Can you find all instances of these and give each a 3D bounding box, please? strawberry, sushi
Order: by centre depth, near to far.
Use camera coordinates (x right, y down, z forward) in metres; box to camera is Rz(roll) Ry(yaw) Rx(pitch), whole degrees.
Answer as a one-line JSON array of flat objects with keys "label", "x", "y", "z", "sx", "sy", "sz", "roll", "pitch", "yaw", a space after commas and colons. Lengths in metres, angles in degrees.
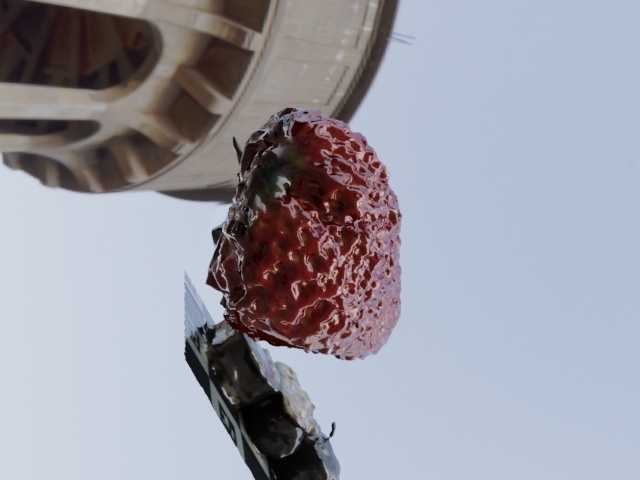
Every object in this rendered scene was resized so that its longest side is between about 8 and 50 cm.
[{"label": "strawberry", "x": -0.001, "y": 0.000, "z": 0.935, "sx": 0.258, "sy": 0.261, "sz": 0.261, "roll": 20, "pitch": -70, "yaw": -6}, {"label": "sushi", "x": -0.049, "y": 0.216, "z": 1.104, "sx": 0.100, "sy": 0.296, "sz": 0.373, "roll": -26, "pitch": -70, "yaw": 0}]
